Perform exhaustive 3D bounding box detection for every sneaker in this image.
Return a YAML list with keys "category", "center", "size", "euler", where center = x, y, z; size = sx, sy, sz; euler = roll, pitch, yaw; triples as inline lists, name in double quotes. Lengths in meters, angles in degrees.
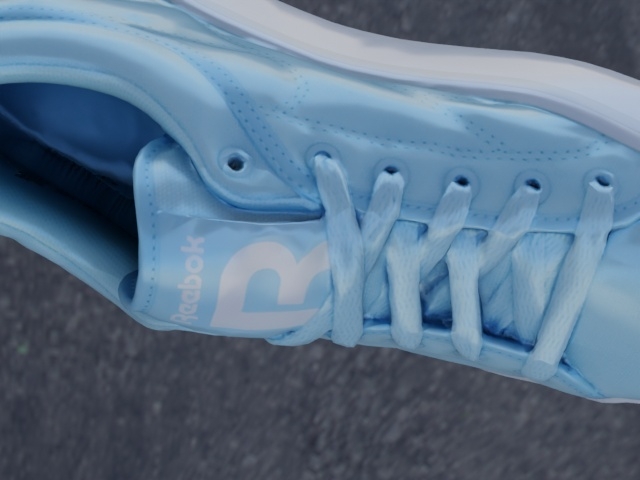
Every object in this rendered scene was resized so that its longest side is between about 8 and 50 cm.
- category: "sneaker"
  center: [0.000, 0.000, 0.682]
  size: [0.366, 0.135, 0.150]
  euler: [18, 38, 15]
